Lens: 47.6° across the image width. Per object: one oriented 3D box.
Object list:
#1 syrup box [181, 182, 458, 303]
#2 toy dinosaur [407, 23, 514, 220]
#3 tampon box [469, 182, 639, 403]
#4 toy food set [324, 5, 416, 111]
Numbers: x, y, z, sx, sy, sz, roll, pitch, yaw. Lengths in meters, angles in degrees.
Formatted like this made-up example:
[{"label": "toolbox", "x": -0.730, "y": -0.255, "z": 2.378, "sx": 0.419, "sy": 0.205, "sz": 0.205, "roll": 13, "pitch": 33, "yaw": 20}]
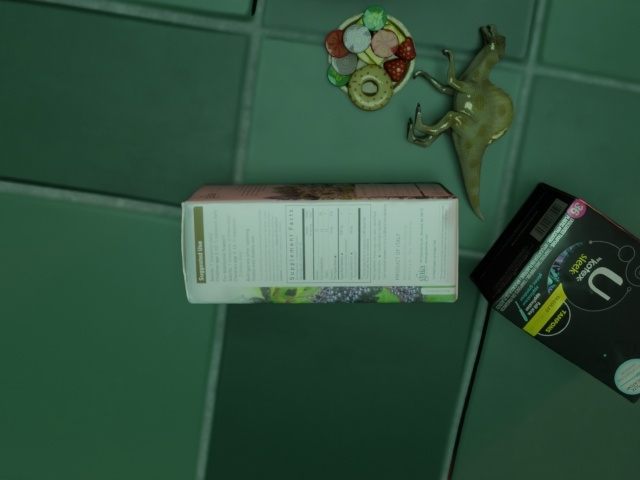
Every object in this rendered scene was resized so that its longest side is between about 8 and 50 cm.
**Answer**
[{"label": "syrup box", "x": 0.000, "y": 0.000, "z": 0.660, "sx": 0.237, "sy": 0.093, "sz": 0.096, "roll": -1, "pitch": 102, "yaw": 1}, {"label": "toy dinosaur", "x": 0.128, "y": -0.105, "z": 0.657, "sx": 0.093, "sy": 0.053, "sz": 0.183, "roll": 3, "pitch": 102, "yaw": -2}, {"label": "tampon box", "x": 0.243, "y": 0.044, "z": 0.662, "sx": 0.161, "sy": 0.101, "sz": 0.120, "roll": 33, "pitch": 101, "yaw": -6}, {"label": "toy food set", "x": 0.045, "y": -0.167, "z": 0.661, "sx": 0.082, "sy": 0.020, "sz": 0.083, "roll": 44, "pitch": 99, "yaw": -8}]
